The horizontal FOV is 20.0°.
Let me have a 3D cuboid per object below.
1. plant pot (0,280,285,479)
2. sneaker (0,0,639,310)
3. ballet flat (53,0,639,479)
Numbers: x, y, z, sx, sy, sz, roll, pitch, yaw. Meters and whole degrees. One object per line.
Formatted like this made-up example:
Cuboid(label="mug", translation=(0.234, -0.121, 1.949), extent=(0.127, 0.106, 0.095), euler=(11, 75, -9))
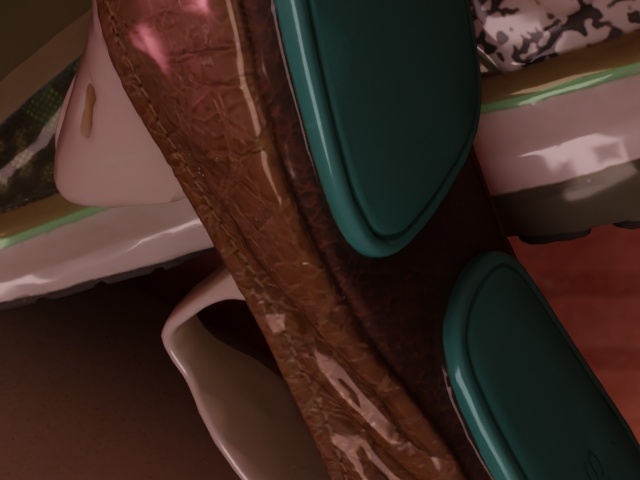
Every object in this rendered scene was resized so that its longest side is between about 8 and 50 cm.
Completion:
Cuboid(label="plant pot", translation=(-0.100, 0.120, 0.707), extent=(0.274, 0.256, 0.256), euler=(41, 124, 5))
Cuboid(label="sneaker", translation=(-0.051, -0.093, 0.610), extent=(0.410, 0.158, 0.182), euler=(-8, 112, 10))
Cuboid(label="ballet flat", translation=(0.000, 0.000, 0.512), extent=(0.124, 0.116, 0.342), euler=(-10, 118, 31))
